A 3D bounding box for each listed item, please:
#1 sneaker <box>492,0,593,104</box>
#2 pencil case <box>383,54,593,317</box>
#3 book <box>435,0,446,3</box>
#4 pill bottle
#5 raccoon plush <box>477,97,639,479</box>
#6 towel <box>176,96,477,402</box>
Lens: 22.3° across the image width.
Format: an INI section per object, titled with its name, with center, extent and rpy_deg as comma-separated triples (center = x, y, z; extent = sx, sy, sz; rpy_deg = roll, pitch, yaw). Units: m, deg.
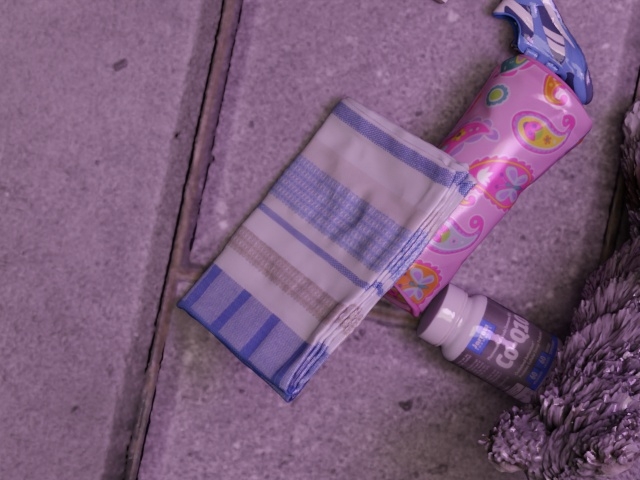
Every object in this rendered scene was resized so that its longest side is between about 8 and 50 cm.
[sneaker]
center = 0.232, -0.198, 1.679
extent = 0.059, 0.053, 0.144
rpy_deg = -31, 87, -7
[pencil case]
center = 0.143, -0.057, 1.638
extent = 0.124, 0.124, 0.284
rpy_deg = 45, 87, -7
[book]
center = 0.124, -0.330, 1.671
extent = 0.096, 0.035, 0.144
rpy_deg = 30, 86, -12
[pill bottle]
center = 0.173, 0.103, 1.667
extent = 0.137, 0.078, 0.078
rpy_deg = 29, 88, -8
[raccoon plush]
center = 0.268, 0.069, 1.570
extent = 0.299, 0.216, 0.446
rpy_deg = 7, 62, -48
[towel]
center = 0.000, 0.000, 1.591
extent = 0.285, 0.209, 0.034
rpy_deg = -50, 136, -2
